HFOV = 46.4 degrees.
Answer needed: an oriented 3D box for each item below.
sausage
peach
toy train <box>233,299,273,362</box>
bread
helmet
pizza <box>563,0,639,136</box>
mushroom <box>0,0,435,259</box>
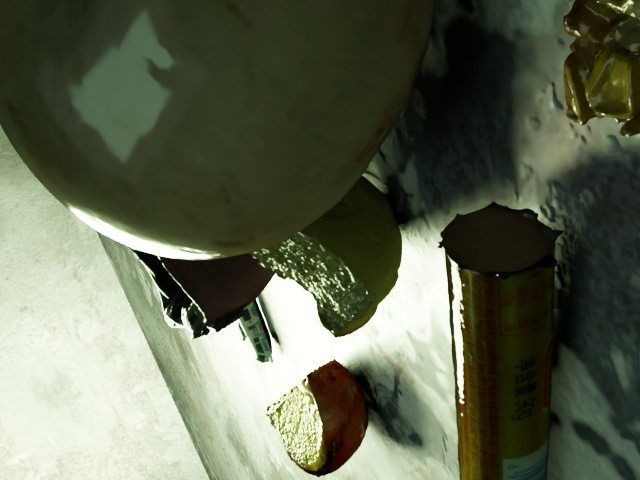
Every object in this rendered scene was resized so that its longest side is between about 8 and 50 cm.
[{"bbox_3d":[0.143,0.150,0.581,0.082,0.082,0.371,38,145,49],"label":"sausage"},{"bbox_3d":[0.004,0.206,0.918,0.127,0.093,0.172,43,137,34],"label":"peach"},{"bbox_3d":[-0.121,0.095,1.140,0.043,0.047,0.207,-6,105,68],"label":"toy train"},{"bbox_3d":[0.007,-0.005,0.665,0.156,0.125,0.086,41,146,1],"label":"bread"},{"bbox_3d":[-0.131,-0.044,0.825,0.270,0.197,0.338,59,161,3],"label":"helmet"},{"bbox_3d":[0.156,-0.096,0.328,0.182,0.063,0.161,59,158,13],"label":"pizza"},{"bbox_3d":[-0.078,-0.170,0.548,0.362,0.295,0.362,5,99,36],"label":"mushroom"}]
